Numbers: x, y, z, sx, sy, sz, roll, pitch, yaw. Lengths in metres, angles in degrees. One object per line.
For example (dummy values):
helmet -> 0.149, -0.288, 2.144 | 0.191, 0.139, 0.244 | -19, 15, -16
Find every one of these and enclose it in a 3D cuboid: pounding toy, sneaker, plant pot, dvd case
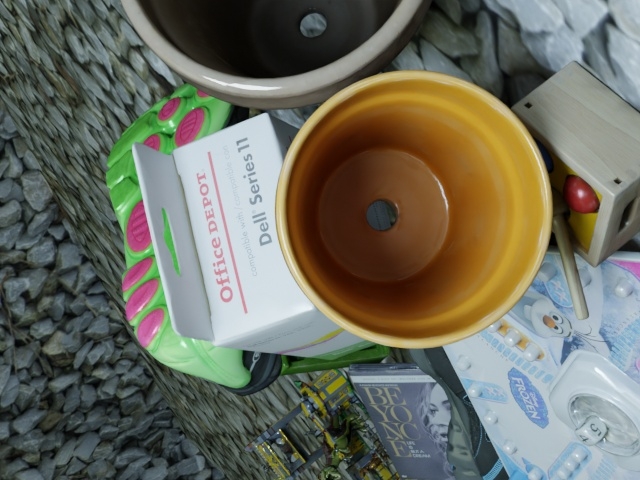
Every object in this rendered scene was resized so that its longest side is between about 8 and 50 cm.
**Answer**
pounding toy -> 0.206, -0.037, 1.028 | 0.130, 0.100, 0.141 | 45, 160, 25
sneaker -> -0.133, -0.014, 1.523 | 0.202, 0.185, 0.483 | 50, -154, -42
sneaker -> 0.196, 0.143, 1.434 | 0.139, 0.125, 0.341 | 2, 130, 34
plant pot -> 0.062, -0.021, 1.032 | 0.205, 0.205, 0.188 | 53, 175, -2
dvd case -> 0.147, 0.244, 1.711 | 0.164, 0.018, 0.221 | -4, 129, 28
plant pot -> -0.019, -0.216, 1.082 | 0.263, 0.263, 0.229 | 48, 180, 15

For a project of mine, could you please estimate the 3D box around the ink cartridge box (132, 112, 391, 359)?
ink cartridge box -> -0.035, 0.002, 1.307 | 0.353, 0.119, 0.207 | 16, -123, -65

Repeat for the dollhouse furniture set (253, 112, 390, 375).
dollhouse furniture set -> 0.000, 0.000, 1.680 | 0.197, 0.151, 0.301 | 122, 136, -60

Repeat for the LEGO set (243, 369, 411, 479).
LEGO set -> 0.015, 0.389, 2.172 | 0.331, 0.192, 0.255 | 54, 162, -4

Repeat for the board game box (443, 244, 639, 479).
board game box -> 0.268, 0.173, 1.212 | 0.390, 0.050, 0.390 | 5, 131, 49
